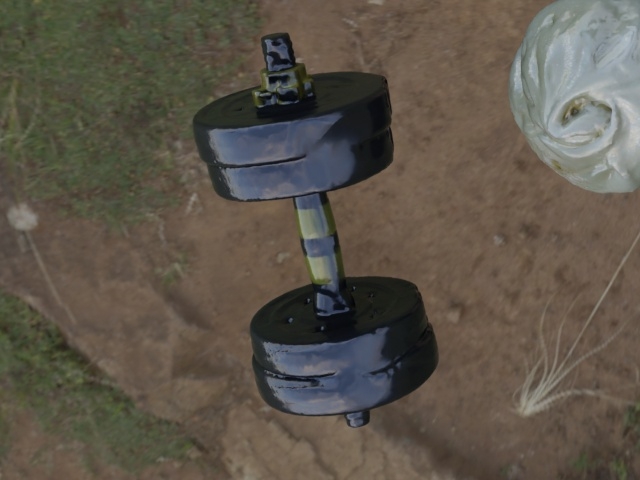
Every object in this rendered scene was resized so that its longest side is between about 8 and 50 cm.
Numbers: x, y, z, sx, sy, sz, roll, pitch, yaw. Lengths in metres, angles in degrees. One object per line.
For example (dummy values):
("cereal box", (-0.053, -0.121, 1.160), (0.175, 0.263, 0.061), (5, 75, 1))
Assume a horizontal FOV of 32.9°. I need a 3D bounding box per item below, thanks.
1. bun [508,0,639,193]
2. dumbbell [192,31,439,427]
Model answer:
("bun", (0.232, -0.124, 0.941), (0.183, 0.102, 0.183), (19, 121, 35))
("dumbbell", (0.000, 0.000, 1.007), (0.185, 0.185, 0.388), (-5, 110, 21))
